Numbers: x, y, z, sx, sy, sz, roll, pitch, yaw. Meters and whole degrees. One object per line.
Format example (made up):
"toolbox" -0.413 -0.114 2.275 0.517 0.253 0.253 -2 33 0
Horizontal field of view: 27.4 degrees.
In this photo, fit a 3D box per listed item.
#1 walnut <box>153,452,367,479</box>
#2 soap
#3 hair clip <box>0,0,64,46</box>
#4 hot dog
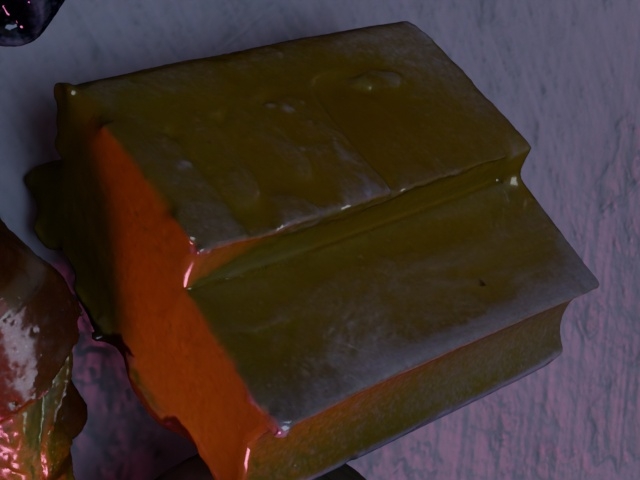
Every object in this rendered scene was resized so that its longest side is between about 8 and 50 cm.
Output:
"walnut" -0.042 0.240 0.810 0.248 0.248 0.248 -5 98 -39
"soap" 0.000 0.000 0.814 0.281 0.143 0.259 -19 65 -40
"hair clip" -0.264 -0.202 0.625 0.310 0.194 0.206 -5 110 -41
"hot dog" -0.187 0.039 0.736 0.093 0.123 0.261 -29 114 -7
